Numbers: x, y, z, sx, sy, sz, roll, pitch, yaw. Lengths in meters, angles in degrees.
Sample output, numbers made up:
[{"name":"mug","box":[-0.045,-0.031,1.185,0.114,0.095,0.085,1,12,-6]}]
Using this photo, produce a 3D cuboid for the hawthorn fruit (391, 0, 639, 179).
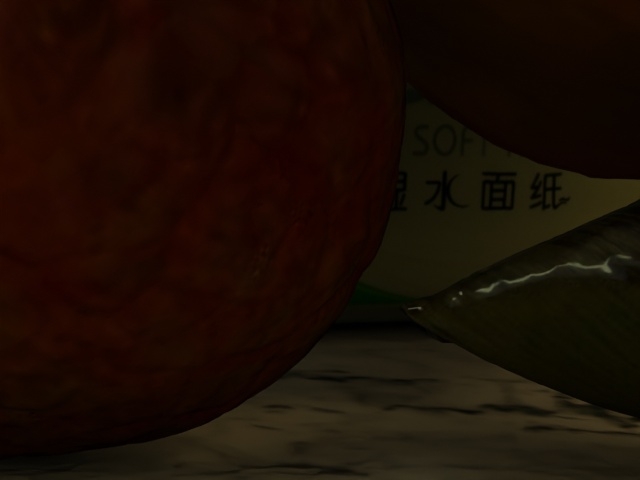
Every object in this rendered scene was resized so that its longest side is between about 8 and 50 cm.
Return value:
[{"name":"hawthorn fruit","box":[0.140,-0.274,0.627,0.471,0.472,0.472,3,6,0]}]

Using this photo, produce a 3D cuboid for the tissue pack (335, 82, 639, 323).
[{"name":"tissue pack","box":[-0.018,-0.078,0.914,0.405,0.205,0.332,0,9,-26]}]

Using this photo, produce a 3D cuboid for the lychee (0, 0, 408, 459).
[{"name":"lychee","box":[-0.098,-0.047,0.530,0.255,0.255,0.300,5,-30,10]}]

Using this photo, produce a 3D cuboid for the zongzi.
[{"name":"zongzi","box":[0.210,0.025,0.476,0.300,0.138,0.286,-5,10,-31]}]
